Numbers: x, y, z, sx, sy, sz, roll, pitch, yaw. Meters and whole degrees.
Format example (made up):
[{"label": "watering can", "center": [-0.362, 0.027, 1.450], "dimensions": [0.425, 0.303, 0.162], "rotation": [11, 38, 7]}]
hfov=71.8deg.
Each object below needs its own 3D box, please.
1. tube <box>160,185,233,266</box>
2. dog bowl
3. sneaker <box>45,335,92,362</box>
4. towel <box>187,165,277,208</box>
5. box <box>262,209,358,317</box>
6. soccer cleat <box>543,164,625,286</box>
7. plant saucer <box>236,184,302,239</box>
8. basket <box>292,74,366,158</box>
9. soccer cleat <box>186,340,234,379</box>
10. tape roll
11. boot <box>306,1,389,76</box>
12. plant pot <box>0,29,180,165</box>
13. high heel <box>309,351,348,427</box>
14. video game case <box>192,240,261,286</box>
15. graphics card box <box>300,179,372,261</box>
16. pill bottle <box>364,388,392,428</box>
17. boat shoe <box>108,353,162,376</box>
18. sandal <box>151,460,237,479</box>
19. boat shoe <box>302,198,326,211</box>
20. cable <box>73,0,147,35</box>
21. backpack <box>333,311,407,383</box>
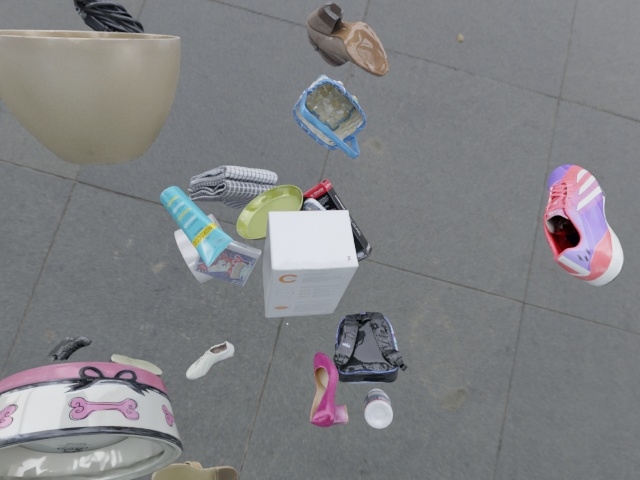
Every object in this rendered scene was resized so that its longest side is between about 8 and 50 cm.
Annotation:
[{"label": "tube", "center": [-0.282, -0.038, 0.991], "dimensions": [0.080, 0.052, 0.207], "rotation": [-48, 69, 7]}, {"label": "dog bowl", "center": [-0.495, 0.387, 0.906], "dimensions": [0.407, 0.408, 0.150], "rotation": [-10, 54, -6]}, {"label": "sneaker", "center": [-0.881, 0.384, 1.549], "dimensions": [0.170, 0.051, 0.089], "rotation": [-6, 47, 27]}, {"label": "towel", "center": [-0.327, -0.191, 1.633], "dimensions": [0.235, 0.283, 0.121], "rotation": [-2, 88, -44]}, {"label": "box", "center": [-0.046, 0.077, 1.238], "dimensions": [0.214, 0.345, 0.168], "rotation": [-2, 62, -12]}, {"label": "soccer cleat", "center": [0.499, -0.058, 0.887], "dimensions": [0.116, 0.109, 0.318], "rotation": [22, 48, -11]}, {"label": "plant saucer", "center": [-0.156, -0.083, 1.415], "dimensions": [0.241, 0.241, 0.037], "rotation": [-41, 128, -10]}, {"label": "basket", "center": [0.028, -0.425, 1.512], "dimensions": [0.254, 0.201, 0.289], "rotation": [36, 35, -30]}, {"label": "soccer cleat", "center": [-0.407, 0.431, 1.608], "dimensions": [0.196, 0.076, 0.068], "rotation": [-31, 46, -10]}, {"label": "tape roll", "center": [-0.471, 0.034, 1.839], "dimensions": [0.169, 0.246, 0.246], "rotation": [-27, 82, -8]}, {"label": "boot", "center": [0.030, -0.237, 0.547], "dimensions": [0.042, 0.087, 0.118], "rotation": [-42, 96, -9]}, {"label": "plant pot", "center": [-0.367, -0.231, 0.716], "dimensions": [0.284, 0.284, 0.191], "rotation": [1, 115, -4]}, {"label": "high heel", "center": [-0.007, 0.428, 1.294], "dimensions": [0.117, 0.082, 0.244], "rotation": [16, 39, -32]}, {"label": "video game case", "center": [-0.313, 0.067, 1.465], "dimensions": [0.183, 0.201, 0.023], "rotation": [21, 46, -14]}, {"label": "graphics card box", "center": [0.029, -0.046, 1.898], "dimensions": [0.232, 0.094, 0.371], "rotation": [-31, 97, 22]}, {"label": "pill bottle", "center": [0.226, 0.657, 1.751], "dimensions": [0.107, 0.180, 0.108], "rotation": [0, 90, 5]}, {"label": "boat shoe", "center": [-0.472, 0.329, 1.126], "dimensions": [0.133, 0.049, 0.042], "rotation": [25, 92, -27]}, {"label": "sandal", "center": [-0.362, 0.673, 1.258], "dimensions": [0.240, 0.079, 0.088], "rotation": [13, 73, -26]}, {"label": "boat shoe", "center": [0.007, -0.057, 1.506], "dimensions": [0.183, 0.065, 0.083], "rotation": [36, 52, -20]}, {"label": "cable", "center": [-0.380, -0.411, 0.855], "dimensions": [0.184, 0.150, 0.047], "rotation": [34, 79, -41]}, {"label": "backpack", "center": [0.178, 0.417, 1.714], "dimensions": [0.276, 0.213, 0.263], "rotation": [0, 52, 1]}]
